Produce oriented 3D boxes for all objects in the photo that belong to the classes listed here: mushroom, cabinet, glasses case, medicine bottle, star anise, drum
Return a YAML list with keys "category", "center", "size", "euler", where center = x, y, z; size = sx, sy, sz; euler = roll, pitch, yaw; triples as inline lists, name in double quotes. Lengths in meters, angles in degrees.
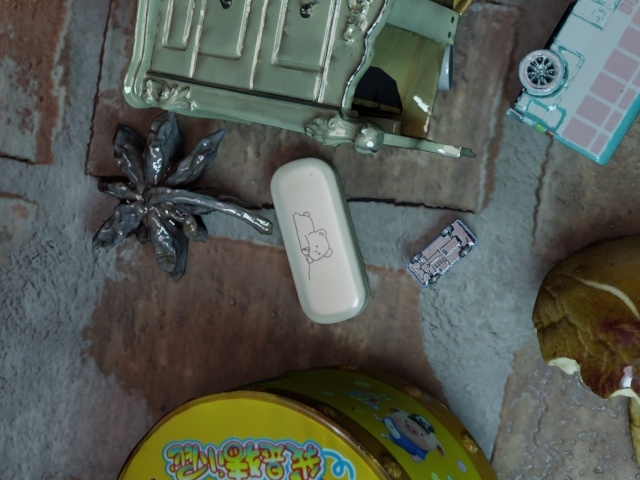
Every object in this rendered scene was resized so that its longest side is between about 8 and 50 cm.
- category: "mushroom"
  center: [0.326, 0.143, 1.173]
  size: [0.233, 0.208, 0.302]
  euler: [36, 116, 49]
- category: "cabinet"
  center: [0.001, -0.246, 1.130]
  size: [0.318, 0.227, 0.290]
  euler: [16, 97, 34]
- category: "glasses case"
  center: [0.000, 0.000, 1.288]
  size: [0.083, 0.050, 0.196]
  euler: [-16, 90, 15]
- category: "medicine bottle"
  center: [0.104, -0.201, 1.248]
  size: [0.091, 0.058, 0.058]
  euler: [3, 94, 13]
- category: "star anise"
  center: [-0.176, -0.052, 1.306]
  size: [0.231, 0.089, 0.209]
  euler: [-9, 99, 25]
- category: "drum"
  center: [-0.016, 0.347, 1.176]
  size: [0.431, 0.214, 0.431]
  euler: [2, 93, 31]

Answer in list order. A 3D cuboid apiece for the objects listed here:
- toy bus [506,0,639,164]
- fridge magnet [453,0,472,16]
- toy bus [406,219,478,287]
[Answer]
- category: "toy bus"
  center: [0.316, -0.216, 1.166]
  size: [0.147, 0.128, 0.256]
  euler: [32, 102, 7]
- category: "fridge magnet"
  center: [0.110, -0.302, 1.237]
  size: [0.143, 0.063, 0.143]
  euler: [-1, 88, 22]
- category: "toy bus"
  center: [0.140, 0.015, 1.260]
  size: [0.083, 0.046, 0.038]
  euler: [-42, 84, 9]
